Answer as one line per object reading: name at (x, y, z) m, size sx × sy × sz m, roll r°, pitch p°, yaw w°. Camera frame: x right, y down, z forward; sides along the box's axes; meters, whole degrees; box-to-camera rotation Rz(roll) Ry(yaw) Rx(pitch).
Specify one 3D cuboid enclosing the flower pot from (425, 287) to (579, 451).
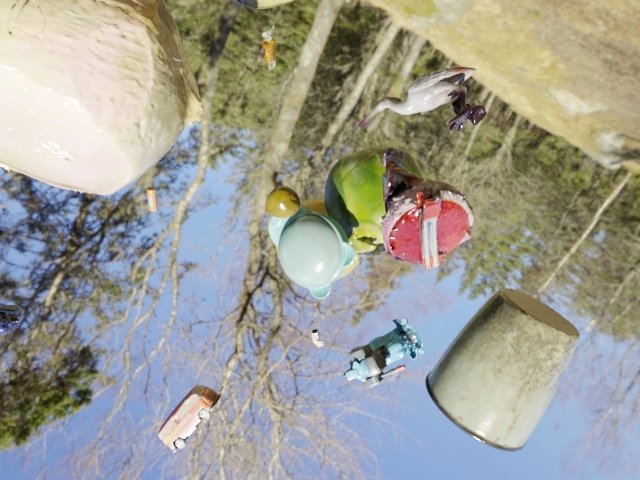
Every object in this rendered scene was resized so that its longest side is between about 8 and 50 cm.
flower pot at (0.470, 0.311, 1.328) m, size 0.294 × 0.330 × 0.293 m, roll 23°, pitch -161°, yaw -8°

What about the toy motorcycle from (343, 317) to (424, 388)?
toy motorcycle at (0.174, 0.303, 1.412) m, size 0.272 × 0.182 × 0.123 m, roll -21°, pitch -98°, yaw -56°

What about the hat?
hat at (0.125, -0.072, 0.749) m, size 0.140 × 0.129 × 0.227 m, roll 47°, pitch -162°, yaw -41°

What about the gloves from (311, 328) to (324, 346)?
gloves at (-0.012, 0.316, 1.707) m, size 0.044 × 0.037 × 0.081 m, roll -70°, pitch -43°, yaw -64°

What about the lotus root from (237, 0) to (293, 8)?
lotus root at (-0.168, -0.738, 1.234) m, size 0.250 × 0.250 × 0.346 m, roll 0°, pitch -123°, yaw -54°

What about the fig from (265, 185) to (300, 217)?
fig at (-0.090, -0.084, 1.182) m, size 0.074 × 0.088 × 0.074 m, roll 30°, pitch -133°, yaw -38°

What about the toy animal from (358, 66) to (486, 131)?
toy animal at (0.268, -0.369, 1.338) m, size 0.324 × 0.195 × 0.090 m, roll 13°, pitch 154°, yaw 35°

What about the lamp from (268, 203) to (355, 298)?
lamp at (-0.038, 0.009, 1.457) m, size 0.147 × 0.209 × 0.284 m, roll 13°, pitch -148°, yaw -47°

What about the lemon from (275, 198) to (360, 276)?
lemon at (-0.001, 0.000, 1.886) m, size 0.336 × 0.336 × 0.336 m, roll 25°, pitch -161°, yaw -9°

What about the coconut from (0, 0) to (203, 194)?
coconut at (-0.389, -0.269, 0.898) m, size 0.405 × 0.404 × 0.404 m, roll 25°, pitch -161°, yaw -9°

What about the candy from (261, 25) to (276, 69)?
candy at (-0.186, -0.694, 1.883) m, size 0.047 × 0.182 × 0.053 m, roll 20°, pitch -120°, yaw 9°

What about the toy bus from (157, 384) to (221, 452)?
toy bus at (-0.323, 0.430, 1.282) m, size 0.077 × 0.174 × 0.079 m, roll 39°, pitch -170°, yaw -2°

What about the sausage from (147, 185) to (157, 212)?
sausage at (-0.610, -0.145, 1.891) m, size 0.031 × 0.107 × 0.031 m, roll 6°, pitch -142°, yaw -5°

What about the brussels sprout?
brussels sprout at (0.164, -0.116, 1.572) m, size 0.276 × 0.371 × 0.314 m, roll -15°, pitch -116°, yaw -23°

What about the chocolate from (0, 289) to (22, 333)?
chocolate at (-0.753, 0.155, 1.130) m, size 0.126 × 0.148 × 0.343 m, roll 48°, pitch 167°, yaw 20°
